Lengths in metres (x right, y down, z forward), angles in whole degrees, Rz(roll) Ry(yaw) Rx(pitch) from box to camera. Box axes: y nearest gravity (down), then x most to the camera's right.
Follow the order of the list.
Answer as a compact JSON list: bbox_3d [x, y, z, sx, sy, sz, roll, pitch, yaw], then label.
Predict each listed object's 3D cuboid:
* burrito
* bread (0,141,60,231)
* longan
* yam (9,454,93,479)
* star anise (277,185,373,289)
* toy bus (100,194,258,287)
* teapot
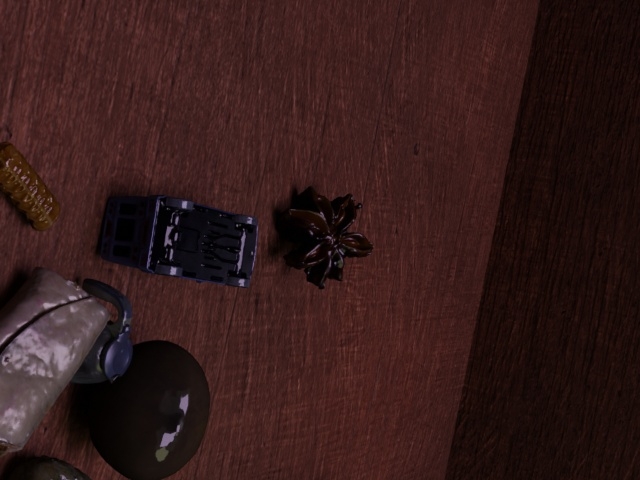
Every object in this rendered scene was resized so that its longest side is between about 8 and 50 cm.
[{"bbox_3d":[-0.416,0.176,1.473,0.143,0.105,0.299,53,50,-26],"label":"burrito"},{"bbox_3d":[-0.399,-0.071,1.470,0.052,0.044,0.157,-57,147,-24],"label":"bread"},{"bbox_3d":[-0.269,0.266,1.707,0.196,0.197,0.220,41,50,-60],"label":"longan"},{"bbox_3d":[-0.366,0.434,1.668,0.133,0.133,0.330,-61,145,-29],"label":"yam"},{"bbox_3d":[0.000,0.000,2.184,0.220,0.126,0.190,14,59,-41],"label":"star anise"},{"bbox_3d":[-0.217,0.002,1.762,0.292,0.133,0.125,14,83,-61],"label":"toy bus"},{"bbox_3d":[-0.327,0.148,1.633,0.149,0.108,0.111,-66,153,-21],"label":"teapot"}]
